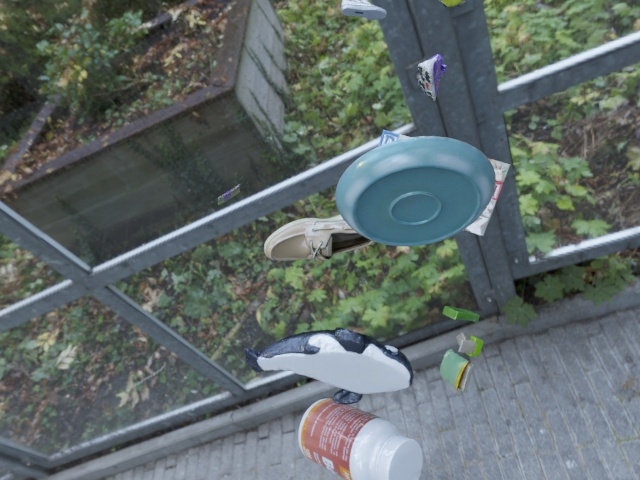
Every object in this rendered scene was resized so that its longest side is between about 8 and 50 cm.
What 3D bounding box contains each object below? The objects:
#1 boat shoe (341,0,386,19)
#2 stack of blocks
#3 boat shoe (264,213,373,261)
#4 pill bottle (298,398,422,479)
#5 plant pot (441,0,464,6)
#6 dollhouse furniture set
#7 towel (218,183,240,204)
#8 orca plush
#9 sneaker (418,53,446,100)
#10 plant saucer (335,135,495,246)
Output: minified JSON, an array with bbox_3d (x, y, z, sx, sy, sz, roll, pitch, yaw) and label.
[{"bbox_3d":[0.094,-0.502,0.961,0.100,0.035,0.035,3,83,-8],"label":"boat shoe"},{"bbox_3d":[0.273,-0.142,1.073,0.298,0.087,0.171,21,106,17],"label":"stack of blocks"},{"bbox_3d":[0.000,0.000,1.361,0.342,0.121,0.110,-16,40,-11],"label":"boat shoe"},{"bbox_3d":[0.069,0.370,0.804,0.216,0.121,0.121,-1,51,50],"label":"pill bottle"},{"bbox_3d":[0.286,-0.614,0.882,0.227,0.207,0.228,43,54,7],"label":"plant pot"},{"bbox_3d":[0.248,0.203,0.834,0.076,0.059,0.151,27,104,65],"label":"dollhouse furniture set"},{"bbox_3d":[-0.281,-0.140,1.375,0.083,0.060,0.009,-36,86,-16],"label":"towel"},{"bbox_3d":[0.019,0.205,0.799,0.288,0.151,0.102,-12,20,20],"label":"orca plush"},{"bbox_3d":[0.313,-0.443,1.222,0.071,0.170,0.068,-38,76,4],"label":"sneaker"},{"bbox_3d":[0.189,-0.075,0.896,0.318,0.317,0.043,-15,51,20],"label":"plant saucer"}]
